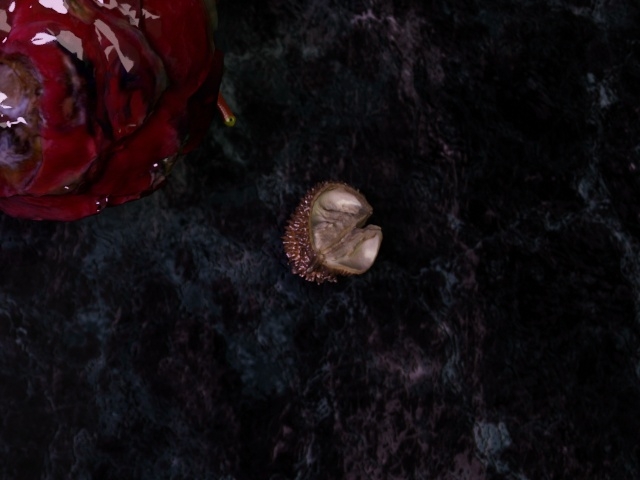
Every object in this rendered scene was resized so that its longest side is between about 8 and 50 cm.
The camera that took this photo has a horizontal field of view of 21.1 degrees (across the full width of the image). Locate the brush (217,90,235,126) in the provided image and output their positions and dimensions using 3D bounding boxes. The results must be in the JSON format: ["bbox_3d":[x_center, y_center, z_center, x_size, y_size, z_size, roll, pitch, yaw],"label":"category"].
[{"bbox_3d":[-0.114,-0.154,1.792,0.018,0.021,0.083,-27,85,-36],"label":"brush"}]

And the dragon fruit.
[{"bbox_3d":[-0.238,-0.168,1.543,0.329,0.329,0.329,9,71,-29],"label":"dragon fruit"}]

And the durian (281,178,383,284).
[{"bbox_3d":[0.000,0.003,1.787,0.110,0.071,0.140,56,40,-13],"label":"durian"}]
